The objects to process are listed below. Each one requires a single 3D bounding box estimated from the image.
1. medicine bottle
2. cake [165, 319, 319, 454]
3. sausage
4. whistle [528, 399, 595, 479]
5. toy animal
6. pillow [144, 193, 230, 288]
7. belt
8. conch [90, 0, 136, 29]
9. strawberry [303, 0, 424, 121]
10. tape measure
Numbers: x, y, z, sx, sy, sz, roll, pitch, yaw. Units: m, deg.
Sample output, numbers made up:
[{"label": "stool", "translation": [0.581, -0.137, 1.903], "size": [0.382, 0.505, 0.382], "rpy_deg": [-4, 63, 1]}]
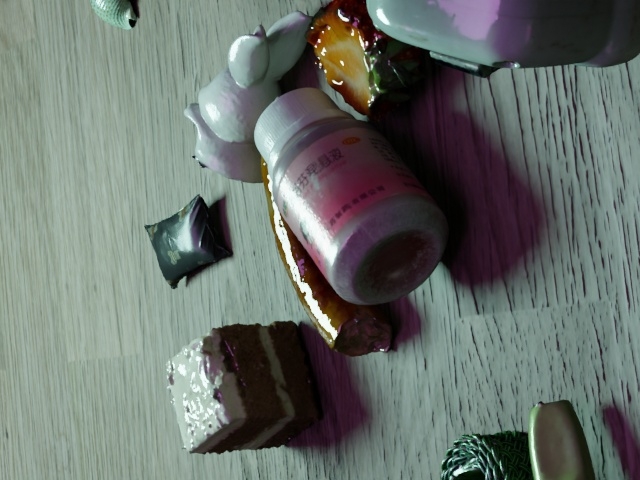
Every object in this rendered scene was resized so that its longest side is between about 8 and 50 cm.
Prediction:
[{"label": "medicine bottle", "translation": [0.025, -0.053, 1.960], "size": [0.247, 0.147, 0.147], "rpy_deg": [54, 136, 39]}, {"label": "cake", "translation": [-0.097, 0.178, 2.187], "size": [0.134, 0.147, 0.135], "rpy_deg": [-44, 59, 52]}, {"label": "sausage", "translation": [-0.003, 0.002, 2.084], "size": [0.103, 0.076, 0.302], "rpy_deg": [-44, 58, 42]}, {"label": "whistle", "translation": [0.246, 0.301, 1.709], "size": [0.141, 0.141, 0.294], "rpy_deg": [127, 148, -47]}, {"label": "toy animal", "translation": [-0.087, -0.189, 2.167], "size": [0.131, 0.103, 0.221], "rpy_deg": [50, 133, 44]}, {"label": "pillow", "translation": [-0.176, 0.003, 2.384], "size": [0.150, 0.048, 0.090], "rpy_deg": [-26, 69, 53]}, {"label": "belt", "translation": [0.170, 0.266, 1.836], "size": [0.121, 0.079, 0.151], "rpy_deg": [-30, 69, 55]}, {"label": "conch", "translation": [-0.289, -0.330, 2.521], "size": [0.076, 0.056, 0.085], "rpy_deg": [129, 130, -64]}, {"label": "strawberry", "translation": [0.054, -0.203, 1.960], "size": [0.140, 0.085, 0.192], "rpy_deg": [60, 164, 11]}, {"label": "tape measure", "translation": [0.162, -0.224, 1.661], "size": [0.243, 0.246, 0.125], "rpy_deg": [26, 119, 47]}]
